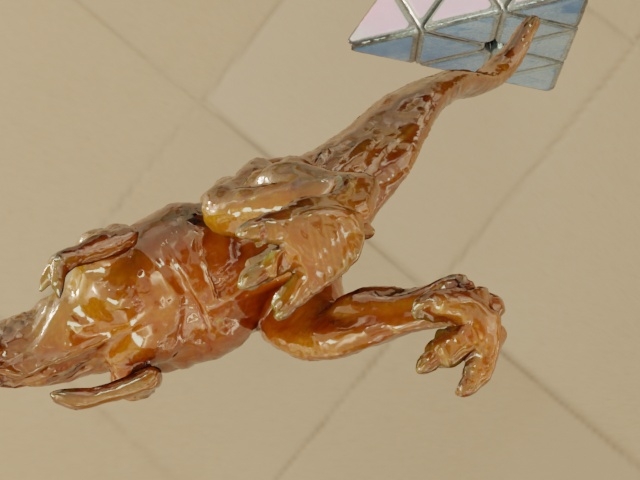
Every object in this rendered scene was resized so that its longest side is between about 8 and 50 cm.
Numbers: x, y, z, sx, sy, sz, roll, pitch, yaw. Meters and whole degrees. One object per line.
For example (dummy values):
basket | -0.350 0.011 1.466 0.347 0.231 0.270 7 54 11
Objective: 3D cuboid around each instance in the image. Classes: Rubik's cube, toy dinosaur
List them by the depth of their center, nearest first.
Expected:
toy dinosaur | 0.000 0.000 0.723 0.432 0.208 0.097 -23 110 -27
Rubik's cube | 0.138 -0.184 1.317 0.190 0.178 0.211 -29 107 -21
